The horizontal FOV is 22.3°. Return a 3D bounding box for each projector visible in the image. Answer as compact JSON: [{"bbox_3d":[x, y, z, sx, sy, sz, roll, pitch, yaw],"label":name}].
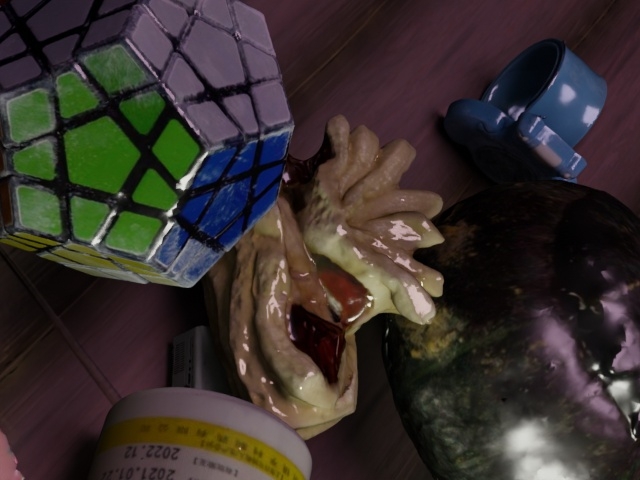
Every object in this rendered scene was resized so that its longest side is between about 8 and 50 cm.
[{"bbox_3d":[-0.089,0.163,1.713,0.147,0.061,0.115,19,61,-39],"label":"projector"}]

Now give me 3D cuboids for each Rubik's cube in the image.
[{"bbox_3d":[-0.179,-0.107,1.487,0.264,0.319,0.319,39,39,19],"label":"Rubik's cube"}]

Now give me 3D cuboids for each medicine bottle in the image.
[{"bbox_3d":[-0.137,0.326,1.482,0.208,0.208,0.340,35,50,-30],"label":"medicine bottle"}]

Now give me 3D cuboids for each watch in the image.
[{"bbox_3d":[0.293,-0.170,2.152,0.211,0.211,0.193,40,66,-25],"label":"watch"}]

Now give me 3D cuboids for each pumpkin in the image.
[{"bbox_3d":[0.262,0.148,1.862,0.454,0.344,0.454,49,29,-41],"label":"pumpkin"}]

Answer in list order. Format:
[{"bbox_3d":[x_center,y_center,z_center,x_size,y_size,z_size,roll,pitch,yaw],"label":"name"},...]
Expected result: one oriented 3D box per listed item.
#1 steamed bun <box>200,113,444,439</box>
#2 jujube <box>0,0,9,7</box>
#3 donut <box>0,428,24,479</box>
[{"bbox_3d":[0.000,0.000,1.719,0.247,0.189,0.428,15,49,-40],"label":"steamed bun"},{"bbox_3d":[-0.302,-0.226,1.614,0.168,0.168,0.236,32,69,-32],"label":"jujube"},{"bbox_3d":[-0.354,0.235,1.397,0.199,0.085,0.233,50,44,-15],"label":"donut"}]
